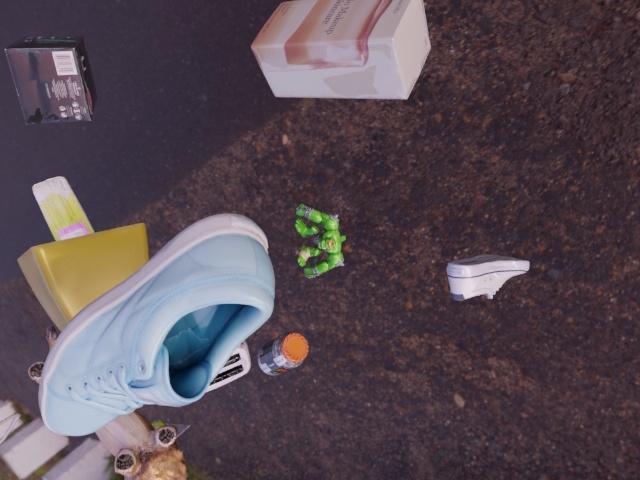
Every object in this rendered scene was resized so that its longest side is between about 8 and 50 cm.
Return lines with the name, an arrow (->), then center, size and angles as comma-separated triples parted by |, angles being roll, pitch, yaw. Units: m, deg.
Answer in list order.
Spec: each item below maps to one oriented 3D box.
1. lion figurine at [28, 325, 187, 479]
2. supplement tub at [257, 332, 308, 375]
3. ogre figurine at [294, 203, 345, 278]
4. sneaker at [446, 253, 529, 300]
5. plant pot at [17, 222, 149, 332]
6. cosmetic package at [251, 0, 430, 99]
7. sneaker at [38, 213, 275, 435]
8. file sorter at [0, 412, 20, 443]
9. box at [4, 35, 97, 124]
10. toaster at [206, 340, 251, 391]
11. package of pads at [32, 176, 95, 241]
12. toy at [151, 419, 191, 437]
lion figurine -> -0.385, 0.349, 0.851 | 0.392, 0.142, 0.240 | 48, 146, 14
supplement tub -> -0.124, 0.376, 1.511 | 0.117, 0.117, 0.190 | 53, 141, 2
ogre figurine -> 0.000, 0.000, 1.207 | 0.118, 0.097, 0.197 | -4, 82, 21
sneaker -> 0.388, 0.086, 1.059 | 0.094, 0.258, 0.091 | 17, 108, 58
plant pot -> -0.481, 0.090, 0.963 | 0.212, 0.212, 0.187 | -14, 93, 49
cosmetic package -> 0.038, -0.367, 0.862 | 0.296, 0.153, 0.129 | 10, 151, 29
sneaker -> -0.194, 0.130, 0.499 | 0.366, 0.135, 0.150 | -45, 37, 15
file sorter -> -0.748, 0.306, 0.855 | 0.278, 0.173, 0.193 | 48, 122, 4
box -> -0.234, -0.145, 0.403 | 0.083, 0.052, 0.062 | -126, 33, -54
toaster -> -0.267, 0.272, 1.115 | 0.146, 0.227, 0.129 | 47, 148, 48
package of pads -> -0.740, -0.021, 1.364 | 0.297, 0.101, 0.229 | 60, 155, 3
toy -> -0.431, 0.499, 1.145 | 0.056, 0.137, 0.237 | 52, 141, -4
